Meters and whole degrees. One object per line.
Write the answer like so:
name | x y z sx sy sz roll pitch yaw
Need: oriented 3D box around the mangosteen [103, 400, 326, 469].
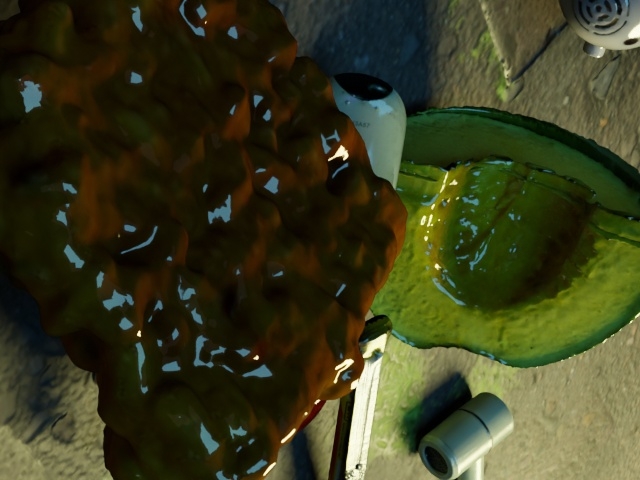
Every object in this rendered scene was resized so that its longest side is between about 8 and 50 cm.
mangosteen | -0.083 0.080 1.252 0.156 0.181 0.146 29 45 -68

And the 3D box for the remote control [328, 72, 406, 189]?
remote control | 0.000 -0.001 1.321 0.097 0.045 0.256 8 111 -12

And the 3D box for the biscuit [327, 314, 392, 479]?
biscuit | 0.025 0.181 1.468 0.048 0.026 0.292 -21 136 -31

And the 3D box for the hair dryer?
hair dryer | 0.131 0.208 1.627 0.082 0.047 0.137 -35 140 -31

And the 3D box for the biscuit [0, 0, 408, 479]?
biscuit | -0.082 -0.029 1.077 0.312 0.110 0.318 58 41 -20

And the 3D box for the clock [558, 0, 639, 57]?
clock | 0.268 -0.263 1.433 0.189 0.189 0.254 -20 137 -41

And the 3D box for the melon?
melon | 0.136 -0.002 1.425 0.129 0.265 0.169 -87 -168 -56
